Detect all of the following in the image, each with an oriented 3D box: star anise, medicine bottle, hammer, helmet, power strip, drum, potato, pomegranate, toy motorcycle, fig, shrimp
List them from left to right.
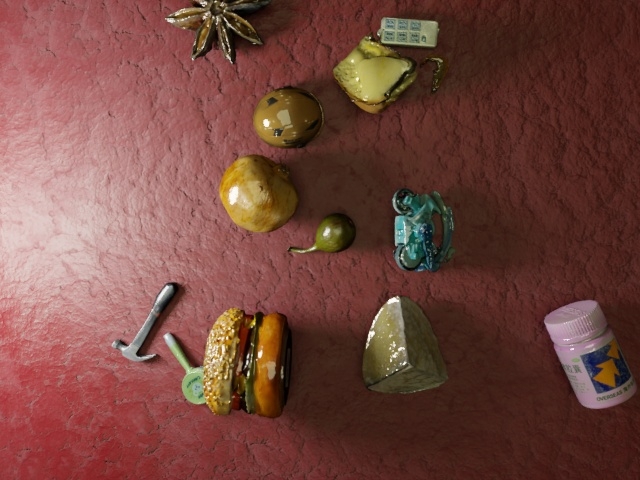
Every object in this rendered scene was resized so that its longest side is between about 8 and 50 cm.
[{"bbox_3d":[-0.545,0.263,1.925,0.137,0.037,0.290,33,94,0],"label":"hammer"},{"bbox_3d":[-0.440,0.426,1.925,0.253,0.049,0.130,40,102,10],"label":"drum"},{"bbox_3d":[-0.309,-0.700,1.823,0.331,0.117,0.332,-1,99,-5],"label":"star anise"},{"bbox_3d":[-0.183,-0.144,1.798,0.248,0.248,0.248,0,93,2],"label":"pomegranate"},{"bbox_3d":[-0.099,-0.381,1.827,0.224,0.130,0.198,-11,96,1],"label":"helmet"},{"bbox_3d":[0.000,0.000,1.864,0.236,0.124,0.124,-26,92,18],"label":"fig"},{"bbox_3d":[0.254,0.338,1.880,0.189,0.211,0.264,-31,52,39],"label":"potato"},{"bbox_3d":[0.274,-0.643,1.845,0.192,0.035,0.081,5,91,1],"label":"power strip"},{"bbox_3d":[0.317,-0.031,1.835,0.206,0.154,0.260,-2,89,-21],"label":"toy motorcycle"},{"bbox_3d":[0.350,-0.519,1.854,0.091,0.025,0.127,14,89,1],"label":"shrimp"},{"bbox_3d":[0.823,0.346,1.814,0.178,0.178,0.291,-25,93,3],"label":"medicine bottle"}]

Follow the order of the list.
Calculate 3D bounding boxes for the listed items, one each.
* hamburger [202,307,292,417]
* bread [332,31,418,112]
[{"bbox_3d":[-0.219,0.367,1.785,0.250,0.330,0.330,2,93,3],"label":"hamburger"},{"bbox_3d":[0.169,-0.484,1.798,0.204,0.162,0.262,-40,49,5],"label":"bread"}]
